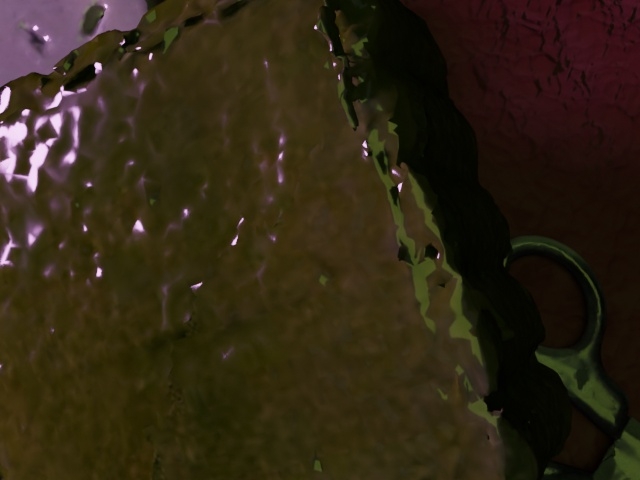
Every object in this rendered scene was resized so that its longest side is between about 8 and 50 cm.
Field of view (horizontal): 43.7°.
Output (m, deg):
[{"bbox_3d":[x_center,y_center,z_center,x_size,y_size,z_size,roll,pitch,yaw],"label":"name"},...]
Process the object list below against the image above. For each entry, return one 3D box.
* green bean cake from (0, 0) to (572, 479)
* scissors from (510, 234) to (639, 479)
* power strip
[{"bbox_3d":[-0.038,0.042,0.482,0.319,0.218,0.335,-16,87,23],"label":"green bean cake"},{"bbox_3d":[0.252,0.177,0.580,0.383,0.029,0.256,27,83,9],"label":"scissors"},{"bbox_3d":[-0.159,-0.153,0.604,0.224,0.139,0.140,-16,80,1],"label":"power strip"}]
